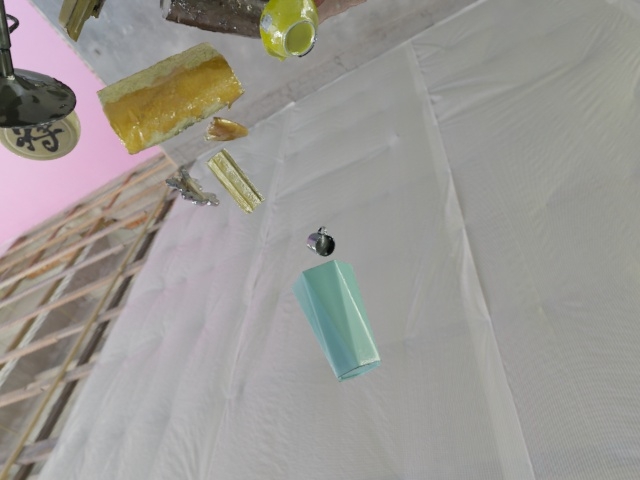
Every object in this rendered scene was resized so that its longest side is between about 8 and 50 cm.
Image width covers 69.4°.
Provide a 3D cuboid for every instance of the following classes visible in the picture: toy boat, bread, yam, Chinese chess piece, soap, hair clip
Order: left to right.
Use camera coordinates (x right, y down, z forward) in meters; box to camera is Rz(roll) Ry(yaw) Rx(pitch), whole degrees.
[{"bbox_3d":[-0.952,-0.387,1.558,0.257,0.257,0.104,-30,-121,12],"label":"Chinese chess piece"},{"bbox_3d":[-0.592,-0.608,1.170,0.226,0.068,0.088,-48,170,29],"label":"toy boat"},{"bbox_3d":[-0.422,-0.409,1.327,0.375,0.165,0.236,-32,-128,-11],"label":"bread"},{"bbox_3d":[-0.496,-0.200,1.797,0.257,0.146,0.075,42,-63,28],"label":"hair clip"},{"bbox_3d":[-0.273,-0.609,1.213,0.131,0.279,0.131,-176,-90,-67],"label":"yam"},{"bbox_3d":[-0.294,-0.346,1.471,0.154,0.136,0.054,-8,-94,63],"label":"bread"},{"bbox_3d":[-0.321,-0.222,1.750,0.092,0.252,0.037,-45,-159,-21],"label":"soap"}]

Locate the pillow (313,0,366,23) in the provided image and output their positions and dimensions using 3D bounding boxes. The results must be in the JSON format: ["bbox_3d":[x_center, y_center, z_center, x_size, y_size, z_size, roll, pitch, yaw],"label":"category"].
[{"bbox_3d":[-0.019,-0.707,1.253,0.223,0.236,0.084,-28,-163,9],"label":"pillow"}]

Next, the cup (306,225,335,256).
[{"bbox_3d":[0.000,0.000,1.559,0.077,0.078,0.100,21,-74,60],"label":"cup"}]

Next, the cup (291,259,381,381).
[{"bbox_3d":[0.046,0.174,1.005,0.134,0.148,0.236,-10,-120,-28],"label":"cup"}]

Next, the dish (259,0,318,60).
[{"bbox_3d":[-0.065,-0.498,1.106,0.148,0.208,0.080,-18,-117,-22],"label":"dish"}]

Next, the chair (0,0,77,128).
[{"bbox_3d":[-0.517,-0.404,0.724,0.227,0.226,0.401,-86,-166,-49],"label":"chair"}]
